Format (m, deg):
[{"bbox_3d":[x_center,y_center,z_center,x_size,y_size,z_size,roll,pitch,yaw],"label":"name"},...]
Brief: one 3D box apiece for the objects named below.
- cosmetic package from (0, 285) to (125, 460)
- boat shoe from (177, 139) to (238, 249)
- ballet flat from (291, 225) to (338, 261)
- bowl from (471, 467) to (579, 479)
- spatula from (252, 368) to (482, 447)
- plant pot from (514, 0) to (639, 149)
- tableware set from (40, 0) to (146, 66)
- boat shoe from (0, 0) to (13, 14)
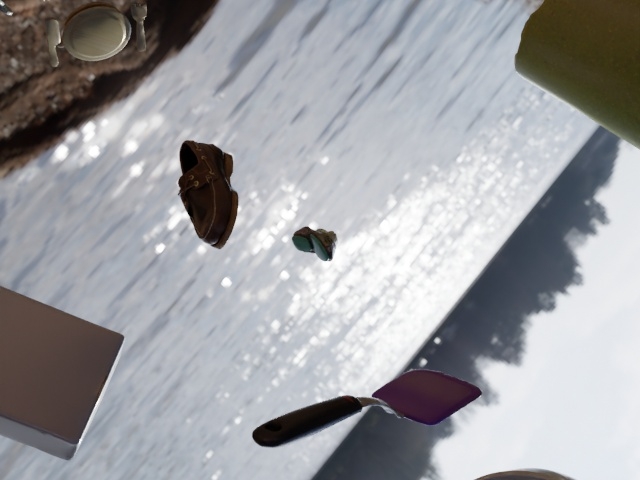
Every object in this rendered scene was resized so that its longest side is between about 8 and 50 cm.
[{"bbox_3d":[-0.313,0.107,0.932,0.085,0.231,0.117,127,-14,-60],"label":"cosmetic package"},{"bbox_3d":[-0.153,-0.063,1.294,0.073,0.073,0.207,-55,-154,21],"label":"boat shoe"},{"bbox_3d":[0.000,0.000,1.277,0.041,0.041,0.114,-49,-157,-10],"label":"ballet flat"},{"bbox_3d":[0.308,0.433,1.380,0.298,0.298,0.134,-55,166,26],"label":"bowl"},{"bbox_3d":[0.041,0.153,0.912,0.296,0.084,0.030,0,105,-52],"label":"spatula"},{"bbox_3d":[0.370,-0.221,1.128,0.276,0.253,0.276,-57,165,-25],"label":"plant pot"},{"bbox_3d":[-0.278,-0.299,1.210,0.128,0.039,0.194,-14,147,-19],"label":"tableware set"},{"bbox_3d":[-0.307,-0.179,0.815,0.254,0.095,0.079,-122,-127,-69],"label":"boat shoe"}]
